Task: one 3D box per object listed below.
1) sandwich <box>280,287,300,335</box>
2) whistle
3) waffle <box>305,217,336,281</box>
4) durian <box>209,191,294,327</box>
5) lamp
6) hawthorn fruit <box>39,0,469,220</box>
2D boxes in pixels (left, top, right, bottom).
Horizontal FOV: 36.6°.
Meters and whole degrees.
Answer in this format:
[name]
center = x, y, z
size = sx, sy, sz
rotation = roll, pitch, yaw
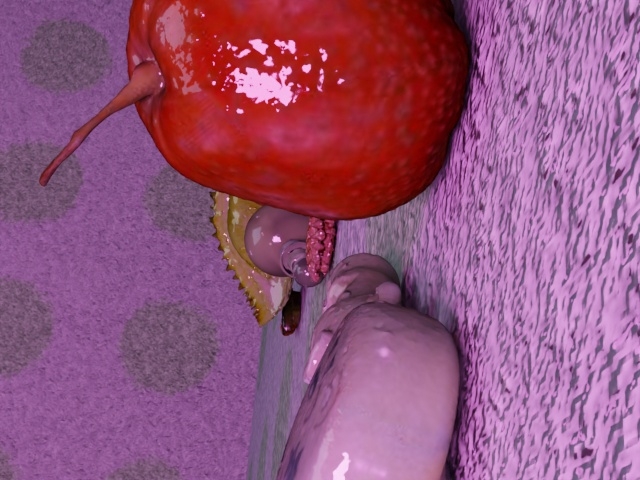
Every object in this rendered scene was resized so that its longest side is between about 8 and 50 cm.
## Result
[sandwich]
center = -0.042, 0.101, 1.370
size = 0.101, 0.026, 0.069
rotation = 114, 158, -83
[whistle]
center = 0.022, 0.073, 0.460
size = 0.258, 0.067, 0.126
rotation = -85, 16, -70
[waffle]
center = 0.000, 0.000, 1.003
size = 0.075, 0.029, 0.083
rotation = -92, 8, -64
[durian]
center = -0.046, -0.069, 1.305
size = 0.169, 0.158, 0.351
rotation = 30, 114, 46
[lamp]
center = -0.032, 0.013, 1.106
size = 0.163, 0.091, 0.091
rotation = -131, 46, -61
[hawthorn fruit]
center = -0.034, -0.086, 0.470
size = 0.162, 0.204, 0.162
rotation = 176, 90, -74
